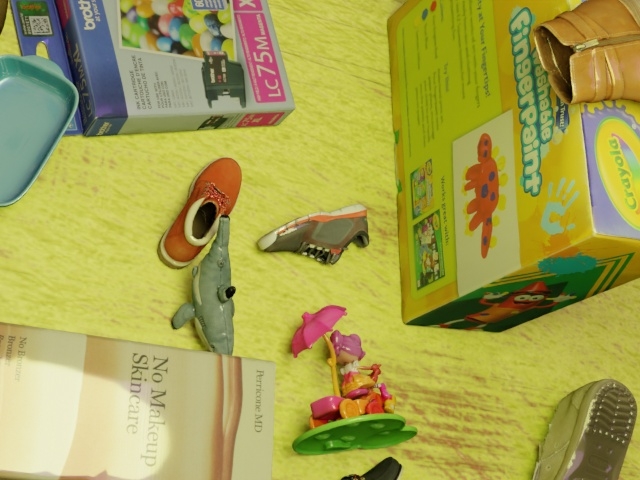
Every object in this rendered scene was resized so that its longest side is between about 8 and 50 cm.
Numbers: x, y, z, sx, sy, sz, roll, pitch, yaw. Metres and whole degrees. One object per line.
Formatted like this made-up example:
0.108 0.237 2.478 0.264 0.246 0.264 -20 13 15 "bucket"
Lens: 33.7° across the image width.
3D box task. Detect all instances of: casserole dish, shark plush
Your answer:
-0.338 -0.114 1.135 0.114 0.037 0.188 25 68 0 "casserole dish"
-0.105 0.051 1.165 0.073 0.067 0.161 9 106 -33 "shark plush"

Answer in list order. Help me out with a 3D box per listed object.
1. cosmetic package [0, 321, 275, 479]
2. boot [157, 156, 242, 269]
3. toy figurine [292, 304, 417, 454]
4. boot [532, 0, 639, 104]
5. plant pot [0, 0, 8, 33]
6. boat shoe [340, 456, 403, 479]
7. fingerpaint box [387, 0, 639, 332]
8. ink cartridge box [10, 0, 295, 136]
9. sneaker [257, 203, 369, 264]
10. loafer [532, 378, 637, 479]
-0.205 0.185 1.061 0.296 0.129 0.153 10 67 -25 "cosmetic package"
-0.124 -0.043 1.215 0.059 0.084 0.158 33 58 -12 "boot"
0.031 0.153 1.222 0.173 0.130 0.159 15 54 -47 "toy figurine"
0.309 -0.156 1.059 0.152 0.073 0.197 -19 68 -30 "boot"
-0.411 -0.317 1.062 0.237 0.254 0.237 9 69 -26 "plant pot"
0.042 0.287 1.202 0.133 0.049 0.042 -35 98 -29 "boat shoe"
0.249 -0.147 1.282 0.163 0.371 0.444 8 68 -25 "fingerpaint box"
-0.194 -0.223 1.258 0.311 0.065 0.185 -8 76 -28 "ink cartridge box"
0.000 0.000 1.281 0.158 0.061 0.064 -15 86 -31 "sneaker"
0.314 0.301 1.322 0.102 0.092 0.268 31 77 -13 "loafer"
